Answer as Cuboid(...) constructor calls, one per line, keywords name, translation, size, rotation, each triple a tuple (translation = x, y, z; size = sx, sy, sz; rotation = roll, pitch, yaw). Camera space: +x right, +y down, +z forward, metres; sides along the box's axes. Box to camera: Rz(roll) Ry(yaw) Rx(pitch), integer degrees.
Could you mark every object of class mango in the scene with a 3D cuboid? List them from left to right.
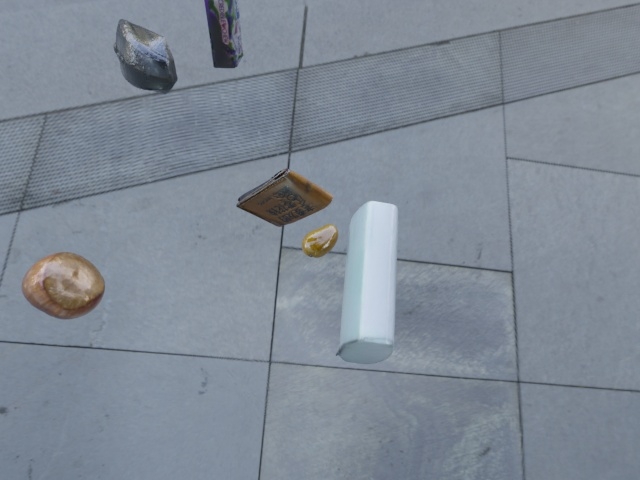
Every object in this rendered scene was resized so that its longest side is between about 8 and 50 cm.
Cuboid(name="mango", translation=(0.000, 0.000, 1.336), size=(0.080, 0.061, 0.114), rotation=(39, 69, 23))

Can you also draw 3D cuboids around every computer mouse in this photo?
Cuboid(name="computer mouse", translation=(-0.243, -0.243, 0.645), size=(0.047, 0.079, 0.135), rotation=(-24, 57, -42))

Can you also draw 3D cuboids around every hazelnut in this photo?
Cuboid(name="hazelnut", translation=(-0.539, 0.103, 1.015), size=(0.150, 0.150, 0.151), rotation=(3, 73, -8))

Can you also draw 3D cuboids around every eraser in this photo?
Cuboid(name="eraser", translation=(0.097, 0.089, 0.988), size=(0.103, 0.189, 0.290), rotation=(7, 67, -1))

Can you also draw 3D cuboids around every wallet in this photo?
Cuboid(name="wallet", translation=(-0.088, -0.096, 1.185), size=(0.160, 0.195, 0.042), rotation=(24, 56, -42))

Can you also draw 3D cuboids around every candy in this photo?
Cuboid(name="candy", translation=(-0.208, -0.520, 1.015), size=(0.061, 0.313, 0.088), rotation=(6, 42, 7))
